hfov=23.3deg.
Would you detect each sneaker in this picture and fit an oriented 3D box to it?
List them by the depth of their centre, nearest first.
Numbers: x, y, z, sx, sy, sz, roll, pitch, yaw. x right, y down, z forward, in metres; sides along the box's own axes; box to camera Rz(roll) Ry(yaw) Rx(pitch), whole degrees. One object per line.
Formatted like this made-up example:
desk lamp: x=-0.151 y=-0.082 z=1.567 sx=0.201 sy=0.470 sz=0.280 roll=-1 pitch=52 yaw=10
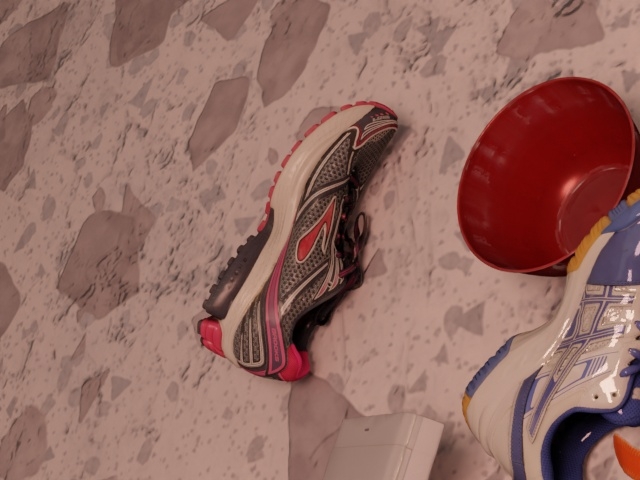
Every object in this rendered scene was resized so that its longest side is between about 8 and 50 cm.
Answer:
sneaker: x=0.244 y=0.083 z=1.242 sx=0.296 sy=0.112 sz=0.131 roll=-56 pitch=44 yaw=21
sneaker: x=0.000 y=0.000 z=1.550 sx=0.112 sy=0.121 sz=0.299 roll=27 pitch=87 yaw=21

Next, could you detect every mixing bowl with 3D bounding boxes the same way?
mixing bowl: x=0.217 y=-0.038 z=1.336 sx=0.181 sy=0.098 sz=0.181 roll=-25 pitch=50 yaw=35

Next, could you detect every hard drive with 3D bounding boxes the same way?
hard drive: x=0.015 y=0.301 z=1.332 sx=0.203 sy=0.040 sz=0.307 roll=153 pitch=138 yaw=-72

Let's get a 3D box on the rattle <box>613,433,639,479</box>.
rattle: x=0.277 y=0.184 z=1.078 sx=0.200 sy=0.143 sz=0.130 roll=23 pitch=109 yaw=24
